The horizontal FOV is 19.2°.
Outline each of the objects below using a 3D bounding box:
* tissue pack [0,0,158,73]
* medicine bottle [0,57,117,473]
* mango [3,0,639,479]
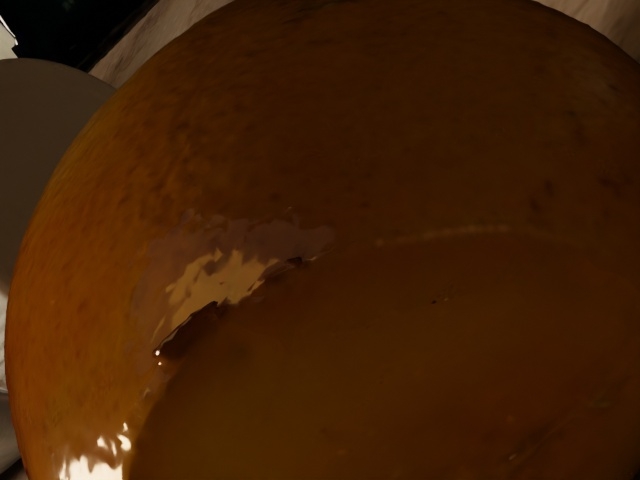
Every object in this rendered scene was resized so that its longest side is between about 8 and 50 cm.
[{"bbox_3d":[-0.159,-0.253,1.098,0.253,0.264,0.416,-31,19,53],"label":"tissue pack"},{"bbox_3d":[-0.192,0.040,0.959,0.273,0.165,0.165,-37,26,42],"label":"medicine bottle"},{"bbox_3d":[0.000,0.000,0.517,0.187,0.138,0.257,-44,24,6],"label":"mango"}]
